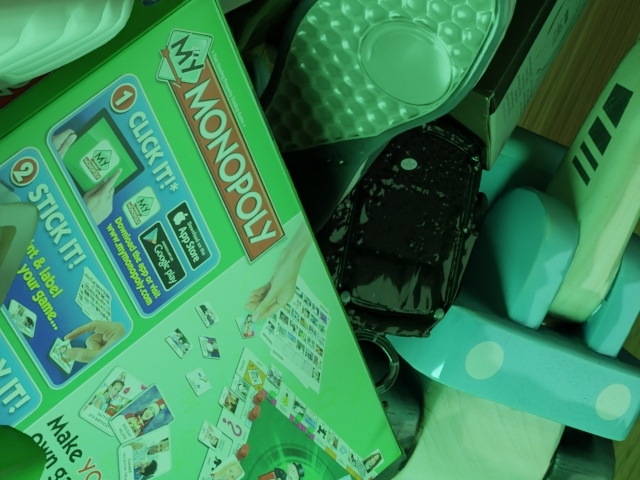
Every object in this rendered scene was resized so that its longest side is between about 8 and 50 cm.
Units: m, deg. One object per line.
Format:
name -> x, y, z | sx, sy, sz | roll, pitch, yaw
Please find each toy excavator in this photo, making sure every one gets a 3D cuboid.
toy excavator -> 0.155, -0.014, 1.133 | 0.445, 0.222, 0.433 | -66, -153, 10

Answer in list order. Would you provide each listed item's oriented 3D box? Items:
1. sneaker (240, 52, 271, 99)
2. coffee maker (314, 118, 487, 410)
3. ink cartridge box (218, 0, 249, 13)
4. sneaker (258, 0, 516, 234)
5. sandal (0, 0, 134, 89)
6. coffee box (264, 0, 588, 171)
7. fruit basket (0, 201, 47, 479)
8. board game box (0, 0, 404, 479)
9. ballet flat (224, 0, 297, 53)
sneaker -> -0.100, -0.021, 0.881 | 0.283, 0.110, 0.122 | -51, 150, -59
coffee maker -> 0.000, 0.000, 1.055 | 0.171, 0.120, 0.178 | -59, -155, -12
ink cartridge box -> -0.006, -0.165, 0.760 | 0.135, 0.056, 0.099 | -23, -151, 22
sneaker -> 0.042, -0.111, 0.831 | 0.163, 0.086, 0.226 | -54, -173, -38
sandal -> -0.175, -0.070, 0.427 | 0.416, 0.169, 0.102 | -25, 100, -68
coffee box -> 0.103, -0.217, 1.059 | 0.297, 0.168, 0.119 | -60, 166, -14
fruit basket -> -0.241, 0.139, 0.461 | 0.327, 0.165, 0.353 | -61, 163, 19
board game box -> -0.090, 0.059, 0.756 | 0.213, 0.046, 0.317 | -39, 136, -18
ballet flat -> -0.075, -0.104, 0.824 | 0.248, 0.086, 0.086 | -38, 152, -62
